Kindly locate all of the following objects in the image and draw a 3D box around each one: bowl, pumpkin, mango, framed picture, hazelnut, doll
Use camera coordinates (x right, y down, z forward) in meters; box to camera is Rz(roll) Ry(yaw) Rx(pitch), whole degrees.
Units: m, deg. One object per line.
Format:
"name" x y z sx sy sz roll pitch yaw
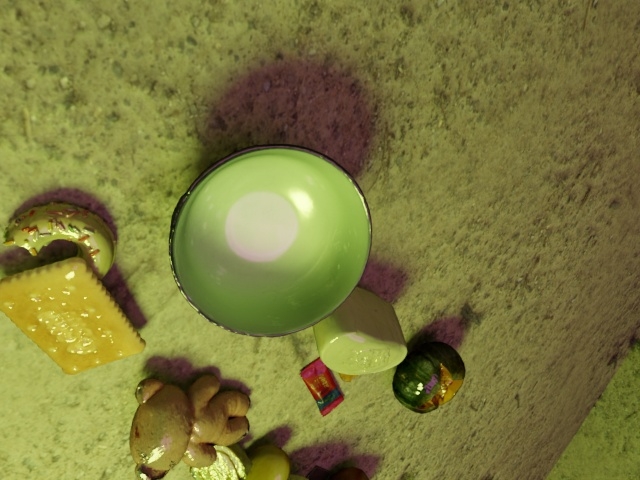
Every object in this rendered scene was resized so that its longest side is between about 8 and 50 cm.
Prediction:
"bowl" -0.100 -0.014 0.767 0.355 0.185 0.352 -6 109 -18
"pumpkin" 0.327 0.417 1.242 0.238 0.159 0.237 -17 130 -22
"mango" -0.165 0.627 1.058 0.194 0.130 0.092 -53 152 -5
"framed picture" -0.009 0.751 1.279 0.066 0.007 0.089 -49 126 -3
"hazelnut" 0.094 0.829 1.277 0.182 0.182 0.181 -12 116 -26
"doll" -0.293 0.408 0.905 0.303 0.156 0.200 26 54 -54

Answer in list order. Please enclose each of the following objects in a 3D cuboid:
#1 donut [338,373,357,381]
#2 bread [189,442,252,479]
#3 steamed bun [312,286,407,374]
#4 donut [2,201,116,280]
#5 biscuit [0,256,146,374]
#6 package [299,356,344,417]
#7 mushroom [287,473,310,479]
"donut" 0.093 0.345 1.143 0.108 0.043 0.097 -24 121 -19
"bread" -0.247 0.555 0.999 0.118 0.064 0.156 -35 104 -1
"steamed bun" 0.082 0.221 0.994 0.250 0.199 0.154 25 120 -33
"donut" -0.416 -0.001 0.676 0.166 0.065 0.108 40 87 -36
"biscuit" -0.434 0.143 0.708 0.160 0.030 0.249 -17 130 -8
"package" 0.007 0.413 1.135 0.083 0.022 0.200 -31 121 -16
"mushroom" -0.063 0.813 1.073 0.354 0.353 0.324 -13 95 -26
